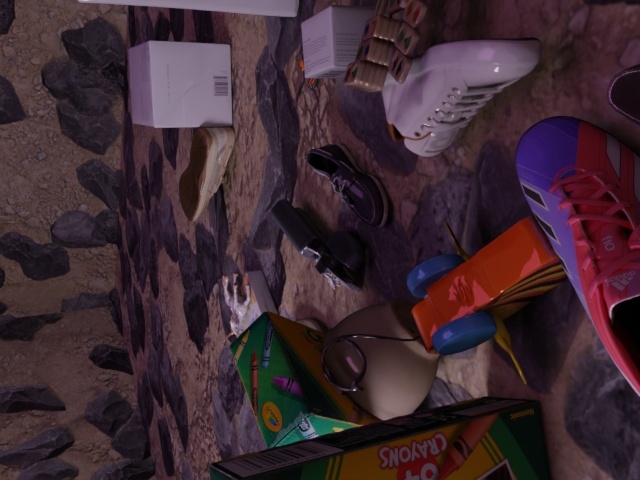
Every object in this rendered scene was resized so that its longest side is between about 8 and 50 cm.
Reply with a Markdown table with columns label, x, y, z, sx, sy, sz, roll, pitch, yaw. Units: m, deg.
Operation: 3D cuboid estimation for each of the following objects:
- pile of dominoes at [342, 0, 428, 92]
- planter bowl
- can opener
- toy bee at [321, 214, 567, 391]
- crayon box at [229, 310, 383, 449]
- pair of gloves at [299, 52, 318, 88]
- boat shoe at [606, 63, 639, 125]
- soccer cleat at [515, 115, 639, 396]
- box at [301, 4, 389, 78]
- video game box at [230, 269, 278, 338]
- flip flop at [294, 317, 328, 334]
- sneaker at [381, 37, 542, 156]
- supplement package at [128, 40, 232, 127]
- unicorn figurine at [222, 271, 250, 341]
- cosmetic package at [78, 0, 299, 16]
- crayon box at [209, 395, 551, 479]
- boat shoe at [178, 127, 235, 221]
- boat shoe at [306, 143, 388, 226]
| label | x | y | z | sx | sy | sz | roll | pitch | yaw |
| --- | --- | --- | --- | --- | --- | --- | --- | --- | --- |
| pile of dominoes | 0.088 | -0.311 | 0.780 | 0.196 | 0.040 | 0.251 | -142 | 66 | -73 |
| planter bowl | 0.098 | 0.148 | 0.862 | 0.109 | 0.162 | 0.162 | -49 | 45 | 20 |
| can opener | 0.000 | 0.000 | 1.123 | 0.093 | 0.074 | 0.280 | -53 | 39 | 5 |
| toy bee | 0.162 | 0.072 | 0.737 | 0.298 | 0.162 | 0.195 | -14 | 72 | 39 |
| crayon box | 0.018 | 0.216 | 0.877 | 0.081 | 0.278 | 0.165 | -45 | 47 | 16 |
| pair of gloves | -0.015 | -0.320 | 1.141 | 0.074 | 0.010 | 0.083 | 118 | 141 | -50 |
| boat shoe | 0.293 | -0.109 | 0.493 | 0.183 | 0.066 | 0.066 | 35 | 125 | 57 |
| soccer cleat | 0.249 | 0.013 | 0.521 | 0.109 | 0.116 | 0.318 | -37 | 60 | 30 |
| box | 0.037 | -0.290 | 0.937 | 0.101 | 0.102 | 0.087 | 8 | 104 | 64 |
| video game box | -0.145 | 0.205 | 1.459 | 0.205 | 0.048 | 0.187 | 65 | 145 | 35 |
| flip flop | -0.027 | 0.222 | 1.148 | 0.277 | 0.080 | 0.112 | -129 | 51 | -65 |
| sneaker | 0.157 | -0.161 | 0.733 | 0.290 | 0.106 | 0.123 | -160 | 64 | -74 |
| supplement package | -0.360 | -0.393 | 1.610 | 0.263 | 0.198 | 0.199 | 23 | 116 | 60 |
| unicorn figurine | -0.193 | 0.142 | 1.440 | 0.162 | 0.060 | 0.111 | -115 | 29 | -67 |
| cosmetic package | -0.266 | -0.604 | 1.159 | 0.329 | 0.394 | 0.327 | 42 | 131 | 54 |
| crayon box | 0.088 | 0.354 | 0.658 | 0.106 | 0.363 | 0.313 | -20 | 77 | 63 |
| boat shoe | -0.289 | -0.166 | 1.629 | 0.109 | 0.098 | 0.302 | 52 | 139 | 27 |
| boat shoe | 0.039 | -0.087 | 1.012 | 0.206 | 0.065 | 0.075 | 57 | 142 | 43 |
